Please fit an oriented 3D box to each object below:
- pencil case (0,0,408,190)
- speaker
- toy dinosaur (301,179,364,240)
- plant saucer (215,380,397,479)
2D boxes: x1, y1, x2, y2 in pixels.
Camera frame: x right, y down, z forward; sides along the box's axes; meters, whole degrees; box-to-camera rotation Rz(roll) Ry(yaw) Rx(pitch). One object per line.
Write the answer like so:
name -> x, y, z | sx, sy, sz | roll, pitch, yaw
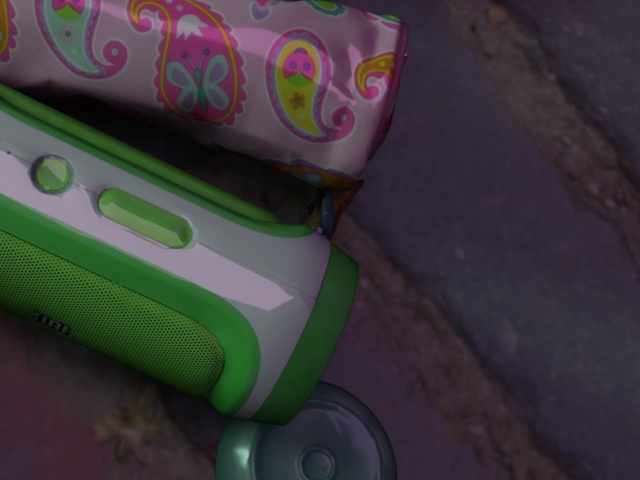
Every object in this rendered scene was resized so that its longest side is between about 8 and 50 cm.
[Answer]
pencil case -> -0.091, -0.120, 0.962 | 0.284, 0.124, 0.124 | 17, 67, -2
speaker -> -0.133, 0.000, 0.919 | 0.296, 0.131, 0.131 | 25, 65, -9
toy dinosaur -> 0.000, 0.000, 1.017 | 0.090, 0.047, 0.082 | 0, 90, -30
plant saucer -> -0.005, 0.141, 0.974 | 0.119, 0.021, 0.119 | 6, 69, -17
